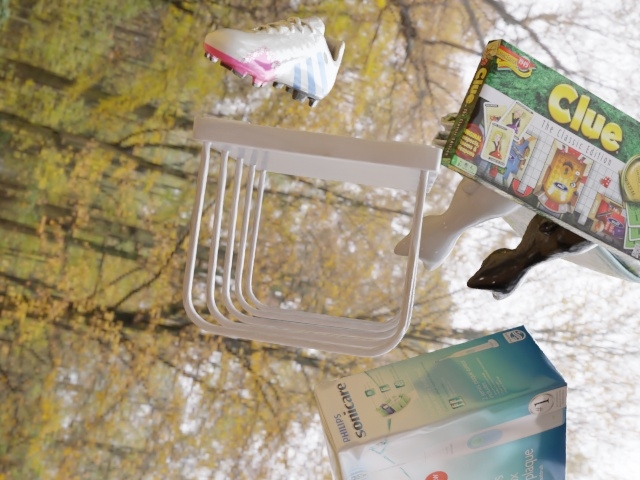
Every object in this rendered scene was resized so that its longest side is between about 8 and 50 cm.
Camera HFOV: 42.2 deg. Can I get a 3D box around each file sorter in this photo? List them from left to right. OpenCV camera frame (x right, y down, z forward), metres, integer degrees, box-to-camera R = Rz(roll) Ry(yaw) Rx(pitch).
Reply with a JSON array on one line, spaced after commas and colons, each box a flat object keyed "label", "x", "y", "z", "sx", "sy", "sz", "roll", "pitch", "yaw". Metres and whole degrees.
[{"label": "file sorter", "x": 0.000, "y": 0.000, "z": 0.768, "sx": 0.278, "sy": 0.193, "sz": 0.173, "roll": 6, "pitch": 91, "yaw": -84}]

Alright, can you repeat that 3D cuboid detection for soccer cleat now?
[{"label": "soccer cleat", "x": -0.070, "y": -0.324, "z": 1.378, "sx": 0.116, "sy": 0.331, "sz": 0.143, "roll": 34, "pitch": -76, "yaw": 25}]

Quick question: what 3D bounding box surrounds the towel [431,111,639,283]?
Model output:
[{"label": "towel", "x": 0.390, "y": -0.077, "z": 1.450, "sx": 0.090, "sy": 0.374, "sz": 0.320, "roll": -50, "pitch": -156, "yaw": -3}]

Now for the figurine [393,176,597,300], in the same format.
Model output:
[{"label": "figurine", "x": 0.226, "y": -0.011, "z": 1.054, "sx": 0.209, "sy": 0.215, "sz": 0.092, "roll": -46, "pitch": -145, "yaw": 35}]

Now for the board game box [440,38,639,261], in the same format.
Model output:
[{"label": "board game box", "x": 0.255, "y": -0.087, "z": 0.854, "sx": 0.030, "sy": 0.260, "sz": 0.136, "roll": 8, "pitch": -104, "yaw": 68}]

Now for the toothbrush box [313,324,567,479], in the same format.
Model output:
[{"label": "toothbrush box", "x": 0.158, "y": 0.263, "z": 1.077, "sx": 0.126, "sy": 0.296, "sz": 0.216, "roll": -114, "pitch": -168, "yaw": -56}]
